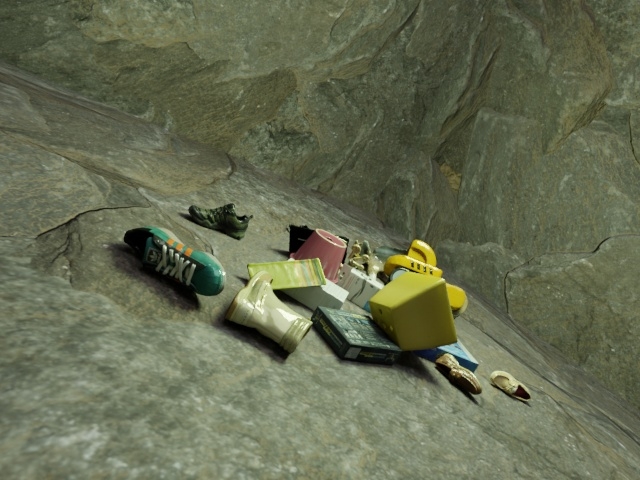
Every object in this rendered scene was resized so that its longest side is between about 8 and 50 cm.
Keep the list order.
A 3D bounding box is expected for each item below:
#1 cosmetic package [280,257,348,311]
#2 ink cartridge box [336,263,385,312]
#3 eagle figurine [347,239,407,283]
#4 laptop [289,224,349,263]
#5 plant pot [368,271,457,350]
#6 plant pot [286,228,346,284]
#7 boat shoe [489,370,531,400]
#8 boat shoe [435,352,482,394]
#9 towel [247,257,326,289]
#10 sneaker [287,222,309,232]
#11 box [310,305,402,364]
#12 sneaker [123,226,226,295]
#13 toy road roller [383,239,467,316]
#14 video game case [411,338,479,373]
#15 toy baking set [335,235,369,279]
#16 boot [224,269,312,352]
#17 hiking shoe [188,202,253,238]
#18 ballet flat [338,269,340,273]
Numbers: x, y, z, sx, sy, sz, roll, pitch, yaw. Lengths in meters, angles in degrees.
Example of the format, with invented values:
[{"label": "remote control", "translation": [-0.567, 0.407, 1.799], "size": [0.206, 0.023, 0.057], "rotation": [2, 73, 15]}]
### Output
[{"label": "cosmetic package", "translation": [-0.032, 0.155, 1.584], "size": [0.231, 0.086, 0.117], "rotation": [32, 14, 5]}, {"label": "ink cartridge box", "translation": [0.139, 0.176, 1.826], "size": [0.180, 0.104, 0.060], "rotation": [30, 15, 5]}, {"label": "eagle figurine", "translation": [0.258, 0.130, 2.085], "size": [0.298, 0.225, 0.226], "rotation": [18, -8, 1]}, {"label": "laptop", "translation": [0.000, 0.000, 1.983], "size": [0.234, 0.265, 0.137], "rotation": [12, 53, 4]}, {"label": "plant pot", "translation": [0.277, 0.236, 1.554], "size": [0.187, 0.213, 0.212], "rotation": [-17, 10, -22]}, {"label": "plant pot", "translation": [-0.003, 0.066, 1.770], "size": [0.201, 0.180, 0.201], "rotation": [28, 13, -7]}, {"label": "boat shoe", "translation": [0.693, 0.528, 1.767], "size": [0.169, 0.063, 0.059], "rotation": [28, 7, -11]}, {"label": "boat shoe", "translation": [0.446, 0.442, 1.592], "size": [0.060, 0.064, 0.178], "rotation": [-15, 35, -27]}, {"label": "towel", "translation": [-0.101, 0.104, 1.500], "size": [0.237, 0.021, 0.102], "rotation": [-3, 50, -24]}, {"label": "sneaker", "translation": [-0.089, -0.045, 2.248], "size": [0.063, 0.075, 0.170], "rotation": [19, 16, -39]}, {"label": "box", "translation": [0.106, 0.281, 1.449], "size": [0.232, 0.059, 0.183], "rotation": [18, 18, -41]}, {"label": "sneaker", "translation": [-0.371, 0.053, 1.215], "size": [0.302, 0.108, 0.121], "rotation": [27, 11, 28]}, {"label": "toy road roller", "translation": [0.401, 0.149, 1.871], "size": [0.329, 0.241, 0.203], "rotation": [22, -23, 5]}, {"label": "video game case", "translation": [0.409, 0.364, 1.790], "size": [0.269, 0.061, 0.244], "rotation": [25, 13, -19]}, {"label": "toy baking set", "translation": [0.091, 0.102, 1.874], "size": [0.196, 0.257, 0.030], "rotation": [14, 37, 22]}, {"label": "boot", "translation": [-0.115, 0.181, 1.274], "size": [0.203, 0.095, 0.262], "rotation": [29, 14, 1]}, {"label": "hiking shoe", "translation": [-0.360, -0.096, 1.764], "size": [0.226, 0.114, 0.086], "rotation": [23, 14, -27]}, {"label": "ballet flat", "translation": [0.044, 0.097, 2.046], "size": [0.057, 0.049, 0.173], "rotation": [21, 15, -34]}]
